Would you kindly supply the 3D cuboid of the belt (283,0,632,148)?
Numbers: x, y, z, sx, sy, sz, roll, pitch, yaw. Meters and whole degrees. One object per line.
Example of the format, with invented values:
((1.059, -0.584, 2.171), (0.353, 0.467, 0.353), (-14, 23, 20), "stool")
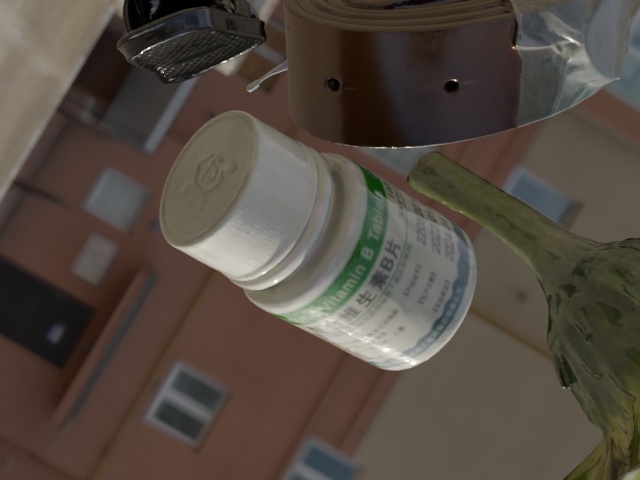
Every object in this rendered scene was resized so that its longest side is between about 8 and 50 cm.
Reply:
((0.127, -0.187, 1.411), (0.217, 0.339, 0.122), (37, -44, 50), "belt")

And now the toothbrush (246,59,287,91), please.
((-0.040, -0.230, 2.073), (0.131, 0.011, 0.013), (-34, 162, -2), "toothbrush")

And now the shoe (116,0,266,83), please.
((-0.066, -0.109, 0.762), (0.062, 0.053, 0.159), (-25, -178, 7), "shoe")

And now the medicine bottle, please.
((0.000, 0.000, 1.253), (0.139, 0.237, 0.139), (-30, -136, 34), "medicine bottle")

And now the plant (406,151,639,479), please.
((0.221, 0.047, 0.969), (0.261, 0.297, 0.306), (-17, 160, -6), "plant")
